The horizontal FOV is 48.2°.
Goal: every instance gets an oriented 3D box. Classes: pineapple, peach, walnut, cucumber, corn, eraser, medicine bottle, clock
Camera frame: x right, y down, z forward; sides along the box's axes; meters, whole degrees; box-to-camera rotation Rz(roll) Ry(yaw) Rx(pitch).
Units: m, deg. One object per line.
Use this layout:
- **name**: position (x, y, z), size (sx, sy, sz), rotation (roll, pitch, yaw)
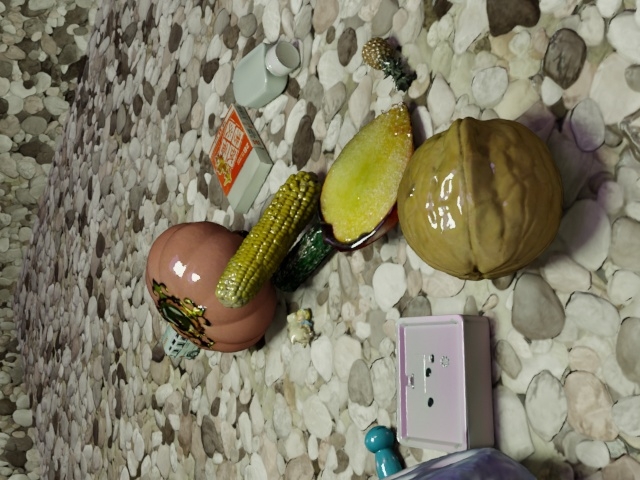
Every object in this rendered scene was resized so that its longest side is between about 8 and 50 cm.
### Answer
- **pineapple**: position (0.125, -0.308, 1.261), size (0.124, 0.058, 0.058), rotation (50, 126, 28)
- **peach**: position (0.094, -0.104, 1.238), size (0.189, 0.068, 0.279), rotation (29, 90, 43)
- **walnut**: position (0.213, -0.058, 0.968), size (0.228, 0.228, 0.228), rotation (-11, 76, 53)
- **cucumber**: position (0.000, 0.000, 1.369), size (0.293, 0.067, 0.067), rotation (-47, 49, 39)
- **corn**: position (-0.094, -0.005, 1.370), size (0.097, 0.097, 0.320), rotation (-5, 46, 54)
- **eraser**: position (-0.194, -0.194, 1.690), size (0.157, 0.038, 0.230), rotation (-57, 42, 32)
- **medicine bottle**: position (-0.123, -0.374, 1.590), size (0.183, 0.069, 0.119), rotation (-23, 66, 52)
- **clock**: position (0.184, 0.213, 1.082), size (0.150, 0.063, 0.197), rotation (-13, 74, 53)

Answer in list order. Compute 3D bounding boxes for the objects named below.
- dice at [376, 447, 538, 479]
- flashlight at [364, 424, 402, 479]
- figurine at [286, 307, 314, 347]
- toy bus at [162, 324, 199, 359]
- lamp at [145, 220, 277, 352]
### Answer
- **dice**: position (0.144, 0.432, 0.892), size (0.270, 0.271, 0.270), rotation (-36, 71, 48)
- **flashlight**: position (0.110, 0.368, 1.175), size (0.051, 0.051, 0.129), rotation (-46, 52, 41)
- **figurine**: position (-0.035, 0.168, 1.418), size (0.050, 0.047, 0.083), rotation (-42, 44, 24)
- **toy bus**: position (-0.330, 0.220, 1.776), size (0.194, 0.089, 0.087), rotation (-54, 45, 36)
- **lamp**: position (-0.219, 0.087, 1.511), size (0.305, 0.239, 0.305), rotation (27, 141, 24)
